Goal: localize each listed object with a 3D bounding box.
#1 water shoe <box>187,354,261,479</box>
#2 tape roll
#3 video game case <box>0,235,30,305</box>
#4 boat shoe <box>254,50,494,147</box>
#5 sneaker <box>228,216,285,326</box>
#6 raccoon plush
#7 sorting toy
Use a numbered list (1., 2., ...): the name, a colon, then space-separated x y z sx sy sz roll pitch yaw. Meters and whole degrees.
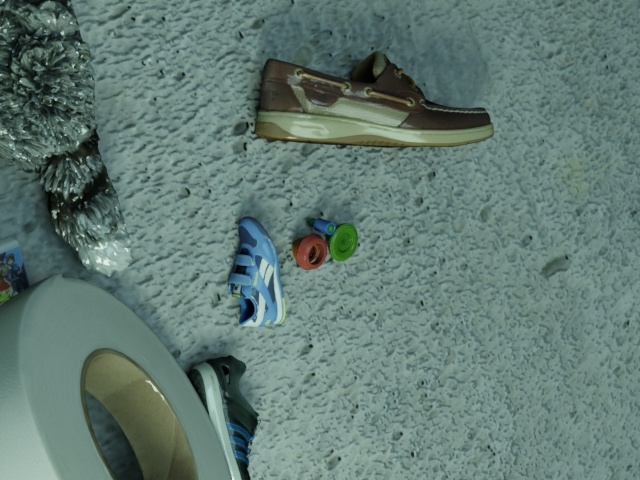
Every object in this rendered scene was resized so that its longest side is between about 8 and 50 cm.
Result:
1. water shoe: -0.105 0.244 1.494 0.080 0.073 0.203 -18 103 -32
2. tape roll: -0.216 0.221 1.272 0.072 0.392 0.392 -29 111 14
3. video game case: -0.400 0.113 1.303 0.201 0.023 0.183 -26 125 -31
4. boat shoe: 0.078 -0.183 1.555 0.341 0.123 0.123 0 94 -24
5. sneaker: -0.085 0.042 1.507 0.059 0.053 0.144 -15 99 -27
6. raccoon plush: -0.386 -0.118 1.247 0.299 0.216 0.447 -23 104 -19
7. sorting toy: 0.000 0.000 1.567 0.102 0.042 0.061 -19 118 -40
